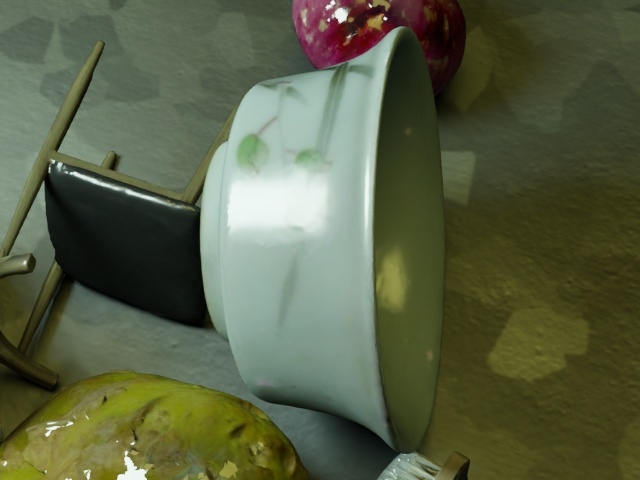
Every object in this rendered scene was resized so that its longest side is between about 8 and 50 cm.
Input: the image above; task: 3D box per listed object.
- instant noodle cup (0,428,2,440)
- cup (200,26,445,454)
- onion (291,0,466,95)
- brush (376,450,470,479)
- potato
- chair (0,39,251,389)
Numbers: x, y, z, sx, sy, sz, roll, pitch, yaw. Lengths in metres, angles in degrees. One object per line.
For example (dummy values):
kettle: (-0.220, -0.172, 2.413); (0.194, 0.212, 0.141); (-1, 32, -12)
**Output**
instant noodle cup: (-0.454, 0.090, 1.286); (0.307, 0.294, 0.294); (-22, 60, -8)
cup: (0.000, 0.000, 1.314); (0.163, 0.347, 0.347); (0, 56, 12)
onion: (0.057, -0.208, 1.551); (0.177, 0.153, 0.177); (2, 40, -2)
brush: (0.017, 0.292, 1.270); (0.065, 0.070, 0.327); (28, 62, 13)
potato: (-0.142, 0.203, 1.251); (0.299, 0.196, 0.246); (20, 57, 12)
chair: (-0.175, -0.006, 1.392); (0.166, 0.188, 0.272); (19, 55, 11)
